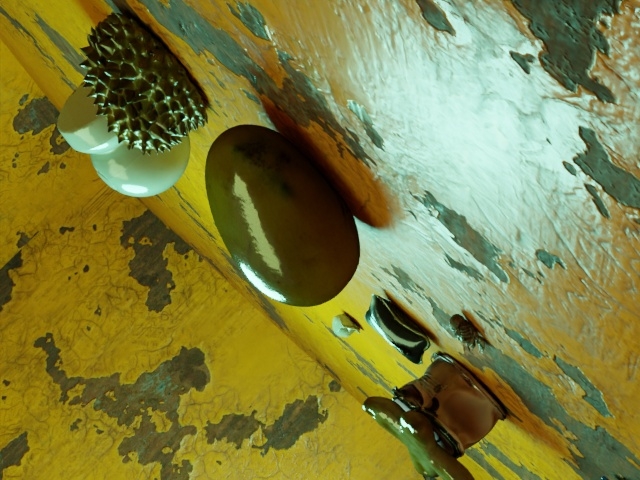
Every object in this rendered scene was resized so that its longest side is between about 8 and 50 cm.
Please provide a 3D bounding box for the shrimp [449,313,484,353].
[{"bbox_3d":[0.213,0.137,1.563,0.038,0.029,0.092,25,166,40],"label":"shrimp"}]

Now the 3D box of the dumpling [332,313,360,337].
[{"bbox_3d":[0.057,0.185,2.395,0.076,0.057,0.052,124,140,-57],"label":"dumpling"}]

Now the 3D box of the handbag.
[{"bbox_3d":[0.220,0.290,1.909,0.179,0.116,0.205,42,170,13],"label":"handbag"}]

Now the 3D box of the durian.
[{"bbox_3d":[-0.267,-0.239,1.736,0.186,0.154,0.260,-5,143,45],"label":"durian"}]

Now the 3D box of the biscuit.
[{"bbox_3d":[0.175,0.352,1.873,0.164,0.047,0.208,13,146,54],"label":"biscuit"}]

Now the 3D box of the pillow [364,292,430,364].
[{"bbox_3d":[0.133,0.153,1.882,0.135,0.055,0.091,43,177,18],"label":"pillow"}]

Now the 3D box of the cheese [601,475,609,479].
[{"bbox_3d":[0.497,0.458,1.584,0.270,0.069,0.177,52,-179,-1],"label":"cheese"}]

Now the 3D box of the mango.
[{"bbox_3d":[-0.061,-0.039,1.535,0.211,0.173,0.317,34,159,46],"label":"mango"}]

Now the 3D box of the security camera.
[{"bbox_3d":[-0.344,-0.188,2.018,0.236,0.194,0.194,48,170,-35],"label":"security camera"}]
